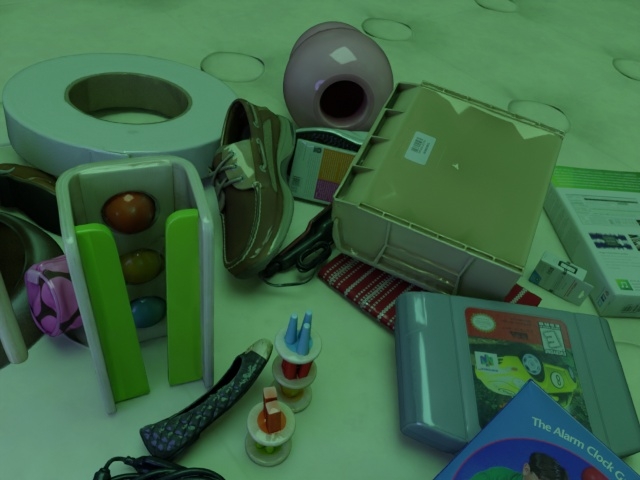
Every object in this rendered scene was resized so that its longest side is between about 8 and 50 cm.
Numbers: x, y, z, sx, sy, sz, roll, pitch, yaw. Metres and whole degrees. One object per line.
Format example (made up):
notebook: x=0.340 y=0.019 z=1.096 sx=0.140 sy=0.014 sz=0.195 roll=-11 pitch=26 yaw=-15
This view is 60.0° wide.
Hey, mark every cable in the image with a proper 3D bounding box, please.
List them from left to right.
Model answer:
cable: x=-0.148 y=0.284 z=0.513 sx=0.184 sy=0.047 sz=0.151 roll=17 pitch=44 yaw=7

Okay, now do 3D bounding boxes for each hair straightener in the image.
hair straightener: x=0.000 y=0.000 z=0.821 sx=0.089 sy=0.047 sz=0.230 roll=16 pitch=38 yaw=40

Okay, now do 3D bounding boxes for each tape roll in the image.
tape roll: x=-0.329 y=-0.220 z=0.961 sx=0.391 sy=0.072 sz=0.392 roll=9 pitch=37 yaw=-7

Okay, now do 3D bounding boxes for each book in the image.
book: x=0.023 y=-0.106 z=0.921 sx=0.144 sy=0.097 sz=0.035 roll=15 pitch=15 yaw=4

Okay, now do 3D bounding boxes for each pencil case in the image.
pencil case: x=-0.261 y=0.037 z=0.705 sx=0.095 sy=0.098 sz=0.209 roll=26 pitch=39 yaw=35

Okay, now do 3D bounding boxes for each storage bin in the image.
storage bin: x=0.180 y=-0.071 z=0.790 sx=0.260 sy=0.123 sz=0.262 roll=23 pitch=61 yaw=10

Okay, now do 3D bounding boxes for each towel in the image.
towel: x=0.159 y=0.074 z=0.803 sx=0.274 sy=0.031 sz=0.198 roll=35 pitch=50 yaw=27

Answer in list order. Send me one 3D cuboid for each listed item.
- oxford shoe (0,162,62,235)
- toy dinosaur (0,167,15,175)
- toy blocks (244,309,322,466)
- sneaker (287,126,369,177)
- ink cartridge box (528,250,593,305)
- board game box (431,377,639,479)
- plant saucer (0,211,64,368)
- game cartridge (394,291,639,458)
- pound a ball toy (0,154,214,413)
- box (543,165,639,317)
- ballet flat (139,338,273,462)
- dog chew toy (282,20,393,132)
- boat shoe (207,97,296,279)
oxford shoe: x=-0.408 y=-0.071 z=0.823 sx=0.212 sy=0.076 sz=0.076 roll=25 pitch=36 yaw=16
toy dinosaur: x=-0.449 y=-0.020 z=0.651 sx=0.160 sy=0.121 sz=0.314 roll=-30 pitch=51 yaw=-12
toy blocks: x=-0.038 y=0.154 z=0.595 sx=0.054 sy=0.148 sz=0.123 roll=18 pitch=43 yaw=9
sneaker: x=0.062 y=-0.143 z=0.986 sx=0.289 sy=0.106 sz=0.123 roll=7 pitch=15 yaw=3
ink cartridge box: x=0.369 y=0.058 z=0.844 sx=0.083 sy=0.048 sz=0.028 roll=31 pitch=47 yaw=19
board game box: x=0.234 y=0.319 z=0.452 sx=0.233 sy=0.078 sz=0.347 roll=-30 pitch=60 yaw=-30
plant saucer: x=-0.486 y=0.054 z=0.695 sx=0.310 sy=0.050 sz=0.311 roll=5 pitch=44 yaw=-5
game cartridge: x=0.237 y=0.170 z=0.667 sx=0.293 sy=0.060 sz=0.196 roll=8 pitch=58 yaw=-9
pound a ball toy: x=-0.221 y=0.038 z=0.559 sx=0.208 sy=0.319 sz=0.136 roll=-11 pitch=46 yaw=-20
box: x=0.525 y=-0.007 z=0.939 sx=0.232 sy=0.059 sz=0.322 roll=4 pitch=45 yaw=-7
ballet flat: x=-0.119 y=0.167 z=0.609 sx=0.173 sy=0.057 sz=0.049 roll=-42 pitch=94 yaw=-23
dog chew toy: x=0.025 y=-0.333 z=1.096 sx=0.206 sy=0.207 sz=0.332 roll=2 pitch=35 yaw=-8
boat shoe: x=-0.116 y=-0.088 z=0.821 sx=0.116 sy=0.123 sz=0.325 roll=33 pitch=38 yaw=-33
